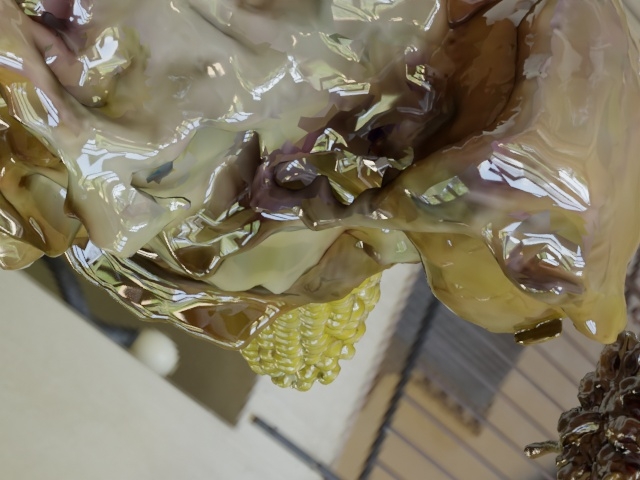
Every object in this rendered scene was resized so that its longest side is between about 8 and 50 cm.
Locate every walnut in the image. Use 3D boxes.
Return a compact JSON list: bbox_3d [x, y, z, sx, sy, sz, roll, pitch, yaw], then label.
[{"bbox_3d":[-0.020,-0.043,0.437,0.204,0.238,0.141,102,2,-73],"label":"walnut"}]

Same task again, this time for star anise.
[{"bbox_3d":[0.213,0.164,1.083,0.177,0.073,0.234,-80,-169,-47],"label":"star anise"}]

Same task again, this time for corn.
[{"bbox_3d":[0.000,0.000,0.734,0.288,0.086,0.086,106,9,-63],"label":"corn"}]
